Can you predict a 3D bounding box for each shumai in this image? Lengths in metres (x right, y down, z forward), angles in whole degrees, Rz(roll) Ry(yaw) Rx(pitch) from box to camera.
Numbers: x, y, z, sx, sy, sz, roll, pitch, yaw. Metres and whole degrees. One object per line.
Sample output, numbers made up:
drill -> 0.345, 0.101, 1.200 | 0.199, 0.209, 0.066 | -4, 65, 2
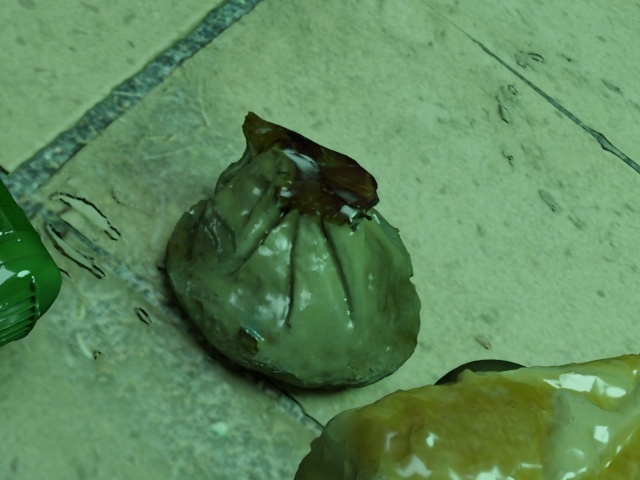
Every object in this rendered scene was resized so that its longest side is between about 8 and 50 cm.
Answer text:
shumai -> 0.000, 0.000, 0.908 | 0.201, 0.120, 0.201 | 17, 46, -18

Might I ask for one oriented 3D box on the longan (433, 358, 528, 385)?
longan -> 0.124, 0.129, 0.901 | 0.113, 0.113, 0.092 | 20, 91, -16

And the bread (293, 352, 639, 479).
bread -> 0.166, 0.272, 0.681 | 0.390, 0.279, 0.371 | -5, 57, -34

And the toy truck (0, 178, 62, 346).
toy truck -> -0.250, -0.031, 0.780 | 0.101, 0.125, 0.242 | -23, 68, -39
